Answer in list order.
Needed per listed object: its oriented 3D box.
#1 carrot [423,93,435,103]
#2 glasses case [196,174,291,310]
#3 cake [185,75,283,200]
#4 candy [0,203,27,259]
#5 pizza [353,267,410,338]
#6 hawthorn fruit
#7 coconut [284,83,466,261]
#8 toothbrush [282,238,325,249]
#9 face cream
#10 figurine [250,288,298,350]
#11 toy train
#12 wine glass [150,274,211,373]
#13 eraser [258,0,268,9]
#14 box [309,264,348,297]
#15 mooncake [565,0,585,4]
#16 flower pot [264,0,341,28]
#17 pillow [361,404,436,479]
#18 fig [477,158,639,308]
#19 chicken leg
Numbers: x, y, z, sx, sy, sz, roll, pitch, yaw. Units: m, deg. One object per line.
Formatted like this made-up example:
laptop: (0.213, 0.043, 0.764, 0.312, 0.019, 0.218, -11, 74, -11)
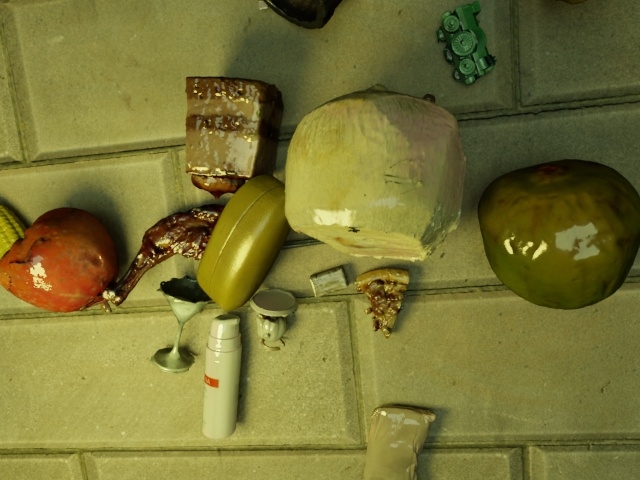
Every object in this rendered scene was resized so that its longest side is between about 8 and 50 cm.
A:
carrot: (0.260, -0.317, 1.069, 0.032, 0.032, 0.093, 17, 103, 4)
glasses case: (-0.179, 0.025, 1.050, 0.141, 0.173, 0.371, 41, 120, 18)
cake: (-0.210, -0.237, 1.051, 0.199, 0.196, 0.292, 7, 98, 4)
candy: (-0.892, -0.026, 1.221, 0.106, 0.094, 0.199, -33, 87, 11)
pizza: (0.168, 0.170, 1.133, 0.154, 0.069, 0.193, -7, 96, 7)
hawthorn fruit: (-0.652, 0.081, 1.133, 0.276, 0.276, 0.307, -31, 116, 10)
coconut: (0.117, -0.157, 0.938, 0.405, 0.404, 0.404, 1, 99, 7)
toothbrush: (0.000, 0.000, 1.147, 0.297, 0.030, 0.030, -7, 89, 7)
face cream: (-0.274, 0.373, 1.202, 0.102, 0.102, 0.345, 6, 99, 6)
figurine: (-0.126, 0.225, 1.161, 0.132, 0.132, 0.153, 8, 112, 5)
toy train: (0.346, -0.462, 1.018, 0.105, 0.071, 0.178, -23, 94, -1)
wine glass: (-0.381, 0.233, 1.178, 0.156, 0.156, 0.232, 18, 105, 4)
eraser: (-0.146, -0.628, 1.074, 0.027, 0.019, 0.099, -5, 99, 7)
box: (0.023, 0.109, 1.154, 0.098, 0.045, 0.062, -17, 96, 8)
mooncake: (0.516, -0.674, 0.798, 0.246, 0.394, 0.393, -17, 136, 12)
flower pot: (-0.019, -0.660, 0.944, 0.267, 0.266, 0.267, 36, 90, 0)
pillow: (0.212, 0.584, 1.194, 0.173, 0.067, 0.270, 8, 99, 11)
fig: (0.518, -0.005, 0.952, 0.343, 0.343, 0.343, 1, 99, 7)
chicken leg: (-0.398, 0.022, 1.146, 0.407, 0.096, 0.158, -32, 69, -6)
